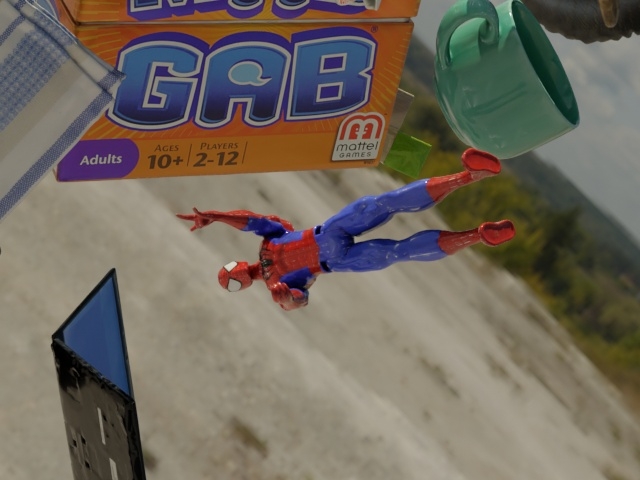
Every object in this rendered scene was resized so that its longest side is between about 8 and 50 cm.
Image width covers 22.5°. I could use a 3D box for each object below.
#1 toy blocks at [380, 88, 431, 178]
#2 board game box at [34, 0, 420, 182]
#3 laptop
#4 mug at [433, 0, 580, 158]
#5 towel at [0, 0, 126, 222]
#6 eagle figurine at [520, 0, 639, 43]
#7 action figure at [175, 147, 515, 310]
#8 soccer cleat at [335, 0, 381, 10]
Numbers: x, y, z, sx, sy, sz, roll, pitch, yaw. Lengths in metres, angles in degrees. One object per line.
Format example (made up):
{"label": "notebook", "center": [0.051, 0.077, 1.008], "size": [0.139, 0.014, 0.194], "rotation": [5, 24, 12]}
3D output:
{"label": "toy blocks", "center": [-0.033, -0.211, 2.184], "size": [0.381, 0.190, 0.261], "rotation": [24, 3, -3]}
{"label": "board game box", "center": [-0.129, -0.309, 1.673], "size": [0.356, 0.356, 0.356], "rotation": [-4, 37, -24]}
{"label": "laptop", "center": [-0.201, 0.196, 1.727], "size": [0.264, 0.136, 0.234], "rotation": [29, -48, 48]}
{"label": "mug", "center": [0.154, -0.150, 1.452], "size": [0.157, 0.097, 0.129], "rotation": [58, 22, -12]}
{"label": "towel", "center": [-0.305, -0.125, 1.321], "size": [0.034, 0.209, 0.285], "rotation": [43, 1, 37]}
{"label": "eagle figurine", "center": [0.243, -0.307, 1.416], "size": [0.225, 0.226, 0.298], "rotation": [36, 5, 2]}
{"label": "action figure", "center": [0.000, 0.000, 1.295], "size": [0.139, 0.280, 0.091], "rotation": [0, 75, -49]}
{"label": "soccer cleat", "center": [0.010, -0.162, 0.976], "size": [0.083, 0.035, 0.029], "rotation": [8, 8, -44]}
